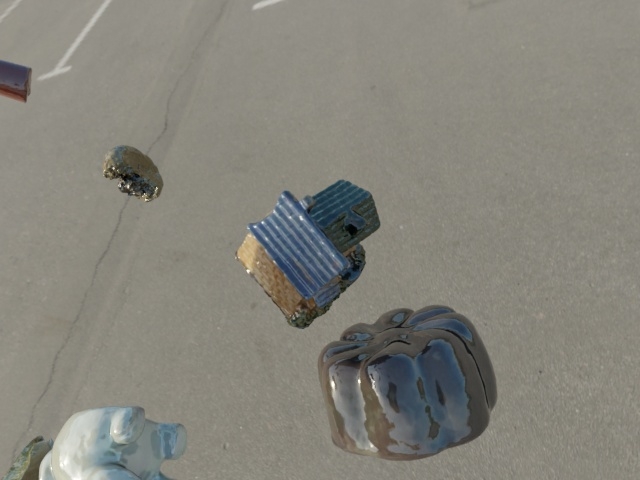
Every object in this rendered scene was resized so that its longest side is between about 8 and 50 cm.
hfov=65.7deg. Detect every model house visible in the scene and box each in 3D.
[{"bbox_3d":[0.000,0.000,0.740,0.183,0.172,0.166,-35,77,-35],"label":"model house"}]

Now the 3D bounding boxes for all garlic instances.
[{"bbox_3d":[-0.601,0.500,1.040,0.087,0.101,0.195,-18,16,1],"label":"garlic"}]

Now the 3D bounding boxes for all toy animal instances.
[{"bbox_3d":[-0.345,0.456,0.773,0.241,0.196,0.367,-23,53,14],"label":"toy animal"}]

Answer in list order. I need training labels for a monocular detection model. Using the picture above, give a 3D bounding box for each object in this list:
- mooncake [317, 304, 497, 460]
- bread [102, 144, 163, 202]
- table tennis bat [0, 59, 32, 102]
[{"bbox_3d":[0.134,0.217,0.815,0.306,0.154,0.306,-16,3,1],"label":"mooncake"},{"bbox_3d":[-0.334,-0.120,0.882,0.060,0.113,0.082,-33,39,20],"label":"bread"},{"bbox_3d":[-0.626,-0.276,0.667,0.051,0.415,0.267,12,91,61],"label":"table tennis bat"}]
